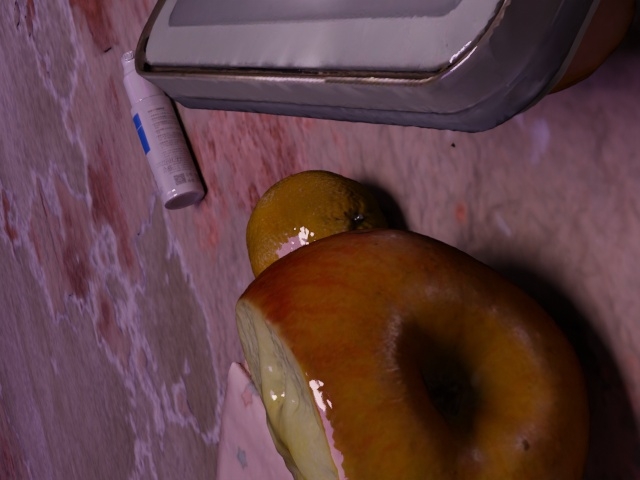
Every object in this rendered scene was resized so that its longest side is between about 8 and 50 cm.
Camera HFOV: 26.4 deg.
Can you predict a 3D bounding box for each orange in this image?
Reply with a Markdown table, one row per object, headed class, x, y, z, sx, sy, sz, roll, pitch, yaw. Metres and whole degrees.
| class | x | y | z | sx | sy | sz | roll | pitch | yaw |
| --- | --- | --- | --- | --- | --- | --- | --- | --- | --- |
| orange | 0.000 | 0.000 | 0.807 | 0.095 | 0.085 | 0.085 | -23 | 81 | 52 |

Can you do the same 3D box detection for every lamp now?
| class | x | y | z | sx | sy | sz | roll | pitch | yaw |
| --- | --- | --- | --- | --- | --- | --- | --- | --- | --- |
| lamp | 0.044 | -0.169 | 0.518 | 0.269 | 0.047 | 0.267 | 14 | 75 | 60 |

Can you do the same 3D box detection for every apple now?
| class | x | y | z | sx | sy | sz | roll | pitch | yaw |
| --- | --- | --- | --- | --- | --- | --- | --- | --- | --- |
| apple | 0.041 | 0.086 | 0.676 | 0.173 | 0.160 | 0.195 | -42 | 63 | 56 |

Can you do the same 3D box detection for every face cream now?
| class | x | y | z | sx | sy | sz | roll | pitch | yaw |
| --- | --- | --- | --- | --- | --- | --- | --- | --- | --- |
| face cream | -0.127 | -0.089 | 1.066 | 0.130 | 0.034 | 0.034 | 69 | 152 | 16 |

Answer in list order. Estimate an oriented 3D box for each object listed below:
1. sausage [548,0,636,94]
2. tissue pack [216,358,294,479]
| class | x | y | z | sx | sy | sz | roll | pitch | yaw |
| --- | --- | --- | --- | --- | --- | --- | --- | --- | --- |
| sausage | 0.027 | -0.138 | 0.674 | 0.328 | 0.112 | 0.112 | 26 | 124 | 60 |
| tissue pack | 0.030 | 0.227 | 0.862 | 0.325 | 0.071 | 0.170 | 47 | 143 | 46 |
